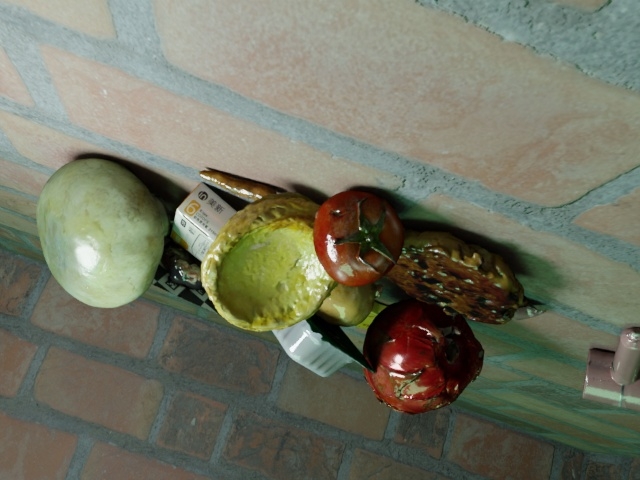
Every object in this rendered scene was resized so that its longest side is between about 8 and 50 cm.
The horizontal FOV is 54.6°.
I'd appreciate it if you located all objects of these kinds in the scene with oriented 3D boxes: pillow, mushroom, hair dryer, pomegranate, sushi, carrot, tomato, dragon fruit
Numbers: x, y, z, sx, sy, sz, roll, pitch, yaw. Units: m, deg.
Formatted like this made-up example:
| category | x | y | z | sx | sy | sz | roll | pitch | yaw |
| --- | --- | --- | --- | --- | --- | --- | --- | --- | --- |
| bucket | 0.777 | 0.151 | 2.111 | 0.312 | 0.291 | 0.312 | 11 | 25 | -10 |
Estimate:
| category | x | y | z | sx | sy | sz | roll | pitch | yaw |
| --- | --- | --- | --- | --- | --- | --- | --- | --- | --- |
| pillow | 0.407 | 0.157 | 1.408 | 0.118 | 0.043 | 0.185 | 20 | 163 | -12 |
| mushroom | -0.489 | -0.022 | 1.404 | 0.352 | 0.353 | 0.260 | 0 | -162 | 45 |
| hair dryer | 0.716 | 0.287 | 1.398 | 0.210 | 0.126 | 0.352 | 9 | 154 | 24 |
| pomegranate | 0.055 | 0.113 | 1.434 | 0.196 | 0.196 | 0.196 | 17 | 163 | 5 |
| sushi | -0.285 | 0.060 | 1.589 | 0.292 | 0.294 | 0.059 | 29 | 116 | -28 |
| carrot | -0.161 | -0.105 | 1.201 | 0.165 | 0.036 | 0.036 | 17 | 163 | 6 |
| tomato | 0.063 | -0.001 | 1.096 | 0.167 | 0.167 | 0.167 | 17 | 163 | 5 |
| dragon fruit | 0.249 | 0.290 | 1.556 | 0.295 | 0.296 | 0.301 | 26 | 160 | -23 |

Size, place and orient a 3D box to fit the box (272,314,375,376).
| category | x | y | z | sx | sy | sz | roll | pitch | yaw |
| --- | --- | --- | --- | --- | --- | --- | --- | --- | --- |
| box | -0.045 | 0.207 | 1.515 | 0.264 | 0.106 | 0.337 | 40 | -174 | -42 |

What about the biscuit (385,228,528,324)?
| category | x | y | z | sx | sy | sz | roll | pitch | yaw |
| --- | --- | --- | --- | --- | --- | --- | --- | --- | --- |
| biscuit | 0.260 | 0.066 | 1.226 | 0.289 | 0.081 | 0.334 | 2 | 152 | 43 |

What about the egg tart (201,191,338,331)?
| category | x | y | z | sx | sy | sz | roll | pitch | yaw |
| --- | --- | --- | --- | --- | --- | --- | --- | --- | --- |
| egg tart | -0.093 | 0.035 | 1.207 | 0.294 | 0.294 | 0.123 | 28 | -165 | -27 |

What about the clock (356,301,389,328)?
| category | x | y | z | sx | sy | sz | roll | pitch | yaw |
| --- | --- | --- | --- | --- | --- | --- | --- | --- | --- |
| clock | 0.088 | 0.221 | 1.879 | 0.276 | 0.071 | 0.293 | 19 | 163 | -2 |

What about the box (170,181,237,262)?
| category | x | y | z | sx | sy | sz | roll | pitch | yaw |
| --- | --- | --- | --- | --- | --- | --- | --- | --- | --- |
| box | -0.227 | 0.001 | 1.410 | 0.220 | 0.091 | 0.274 | 40 | 161 | -3 |
